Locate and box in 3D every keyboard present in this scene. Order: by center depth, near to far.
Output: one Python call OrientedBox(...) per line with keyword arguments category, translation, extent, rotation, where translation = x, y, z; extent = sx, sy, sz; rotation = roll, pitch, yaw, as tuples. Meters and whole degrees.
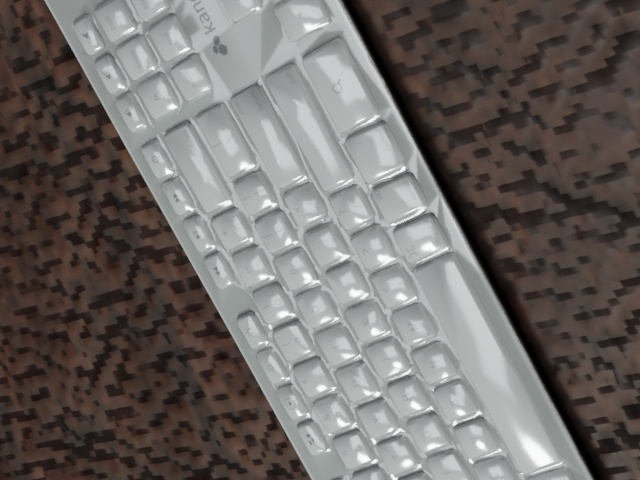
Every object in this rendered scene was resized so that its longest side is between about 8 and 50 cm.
OrientedBox(category="keyboard", translation=(0.000, 0.000, 0.322), extent=(0.072, 0.014, 0.256), rotation=(-24, 98, 33))
